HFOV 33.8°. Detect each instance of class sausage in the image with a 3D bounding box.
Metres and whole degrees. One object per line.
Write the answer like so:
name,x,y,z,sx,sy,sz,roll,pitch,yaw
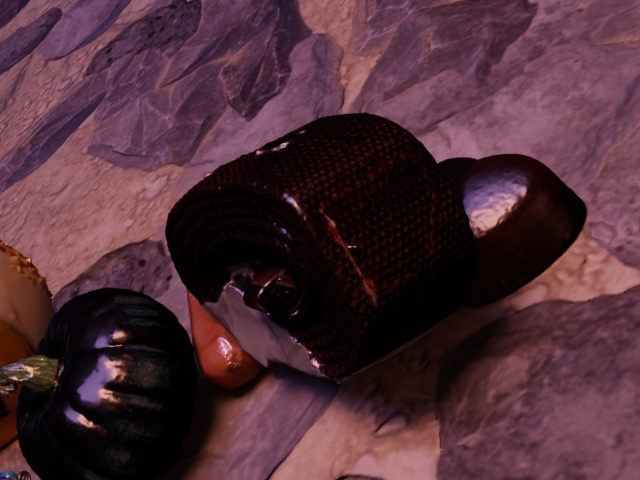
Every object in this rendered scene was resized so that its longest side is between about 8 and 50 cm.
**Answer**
sausage,-0.087,0.077,0.964,0.065,0.065,0.169,-33,34,11

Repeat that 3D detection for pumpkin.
pumpkin,-0.187,0.133,0.923,0.194,0.150,0.194,-11,61,19

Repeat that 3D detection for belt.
belt,0.000,0.000,0.828,0.164,0.184,0.289,-34,15,-26

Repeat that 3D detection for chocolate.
chocolate,0.121,-0.017,0.847,0.149,0.080,0.125,6,55,46

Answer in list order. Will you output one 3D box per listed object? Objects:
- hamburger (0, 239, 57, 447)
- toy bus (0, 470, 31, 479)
hamburger,-0.413,0.104,1.065,0.294,0.276,0.179,-23,46,-6
toy bus,-0.259,0.238,0.929,0.038,0.083,0.046,-19,42,33
